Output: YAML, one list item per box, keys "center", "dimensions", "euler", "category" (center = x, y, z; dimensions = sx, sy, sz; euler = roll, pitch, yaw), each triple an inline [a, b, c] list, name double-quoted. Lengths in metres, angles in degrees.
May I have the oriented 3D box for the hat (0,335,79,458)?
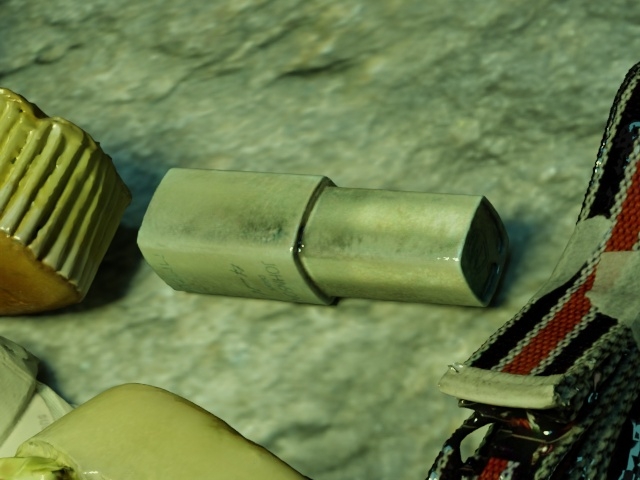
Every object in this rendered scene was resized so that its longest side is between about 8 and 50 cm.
- center: [-0.261, 0.157, 1.236]
  dimensions: [0.219, 0.164, 0.226]
  euler: [-50, 29, -14]
  category: "hat"

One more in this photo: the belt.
- center: [0.183, 0.031, 1.103]
  dimensions: [0.094, 0.126, 0.359]
  euler: [3, 51, 43]
  category: "belt"

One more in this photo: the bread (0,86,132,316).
- center: [-0.267, -0.025, 1.352]
  dimensions: [0.250, 0.179, 0.133]
  euler: [9, 65, 34]
  category: "bread"

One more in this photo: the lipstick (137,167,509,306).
- center: [0.000, 0.000, 1.247]
  dimensions: [0.253, 0.079, 0.077]
  euler: [4, 58, 33]
  category: "lipstick"

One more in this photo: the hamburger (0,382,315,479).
- center: [-0.075, 0.222, 0.983]
  dimensions: [0.300, 0.300, 0.176]
  euler: [19, 53, 38]
  category: "hamburger"
